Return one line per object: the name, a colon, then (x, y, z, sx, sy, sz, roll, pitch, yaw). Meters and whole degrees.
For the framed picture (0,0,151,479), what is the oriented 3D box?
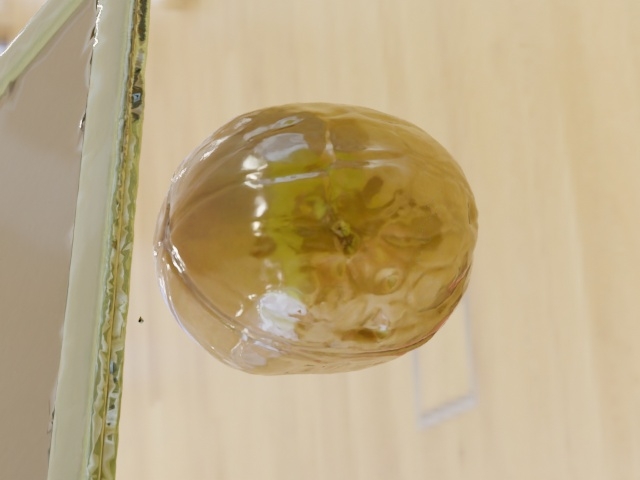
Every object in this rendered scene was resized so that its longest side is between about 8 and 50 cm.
framed picture: (-0.128, 0.077, 0.501, 0.296, 0.019, 0.232, -41, 34, 36)

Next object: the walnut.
walnut: (0.000, 0.000, 1.130, 0.167, 0.207, 0.167, 4, 95, 59)
